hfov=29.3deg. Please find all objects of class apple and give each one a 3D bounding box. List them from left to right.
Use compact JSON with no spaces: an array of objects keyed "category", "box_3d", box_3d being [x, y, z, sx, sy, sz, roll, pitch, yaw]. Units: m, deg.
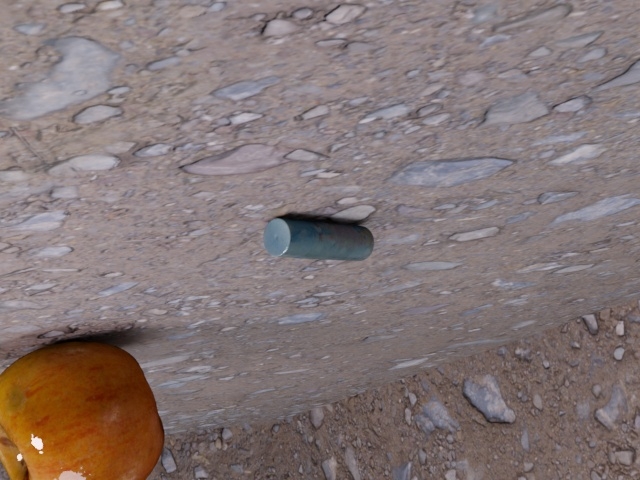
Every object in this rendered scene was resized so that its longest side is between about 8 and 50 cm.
[{"category":"apple","box_3d":[-0.391,0.301,2.008,0.275,0.299,0.299,-21,173,-26]}]

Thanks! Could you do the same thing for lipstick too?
[{"category":"lipstick","box_3d":[0.000,0.000,1.516,0.048,0.048,0.158,-21,164,39]}]
